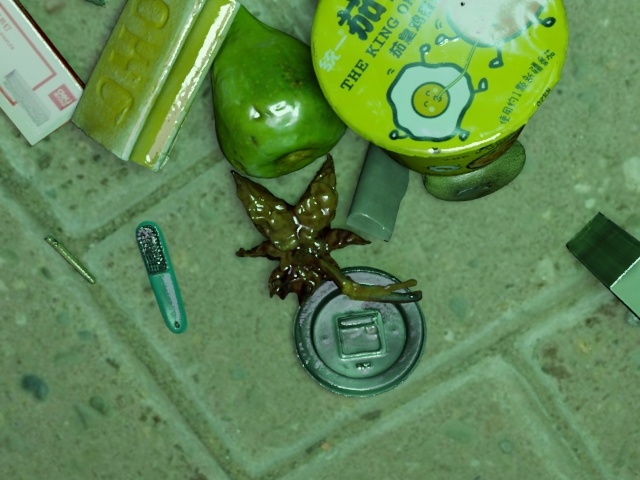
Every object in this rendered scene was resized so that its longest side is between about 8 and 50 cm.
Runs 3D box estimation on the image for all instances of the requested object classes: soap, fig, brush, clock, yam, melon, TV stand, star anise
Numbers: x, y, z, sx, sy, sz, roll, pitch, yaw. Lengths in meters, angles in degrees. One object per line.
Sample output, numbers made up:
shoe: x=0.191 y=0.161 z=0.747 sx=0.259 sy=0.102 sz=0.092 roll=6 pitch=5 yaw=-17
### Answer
soap: x=-0.242 y=-0.257 z=1.469 sx=0.089 sy=0.173 sz=0.274 roll=20 pitch=100 yaw=-48
fig: x=-0.084 y=-0.236 z=1.476 sx=0.206 sy=0.206 sz=0.275 roll=-23 pitch=77 yaw=7
brush: x=-0.255 y=0.063 z=1.625 sx=0.043 sy=0.032 sz=0.193 roll=-14 pitch=101 yaw=4
clock: x=0.063 y=0.146 z=1.632 sx=0.214 sy=0.042 sz=0.215 roll=0 pitch=103 yaw=1
yam: x=-0.401 y=0.031 z=1.630 sx=0.014 sy=0.014 sz=0.107 roll=-43 pitch=99 yaw=10
melon: x=0.233 y=-0.112 z=1.537 sx=0.162 sy=0.099 sz=0.099 roll=-13 pitch=103 yaw=0
TV stand: x=0.442 y=0.037 z=1.481 sx=0.088 sy=0.269 sz=0.083 roll=41 pitch=100 yaw=-7
star anise: x=0.005 y=0.004 z=1.532 sx=0.346 sy=0.148 sz=0.237 roll=35 pitch=91 yaw=21

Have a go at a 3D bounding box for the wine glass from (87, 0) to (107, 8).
wine glass: x=-0.378 y=-0.430 z=1.469 sx=0.204 sy=0.111 sz=0.111 roll=34 pitch=102 yaw=-5

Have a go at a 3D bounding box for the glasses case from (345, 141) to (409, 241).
glasses case: x=0.094 y=-0.089 z=1.512 sx=0.072 sy=0.191 sz=0.042 roll=25 pitch=143 yaw=-11

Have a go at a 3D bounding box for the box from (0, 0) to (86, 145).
box: x=-0.457 y=-0.267 z=1.521 sx=0.123 sy=0.050 sz=0.229 roll=-34 pitch=110 yaw=5

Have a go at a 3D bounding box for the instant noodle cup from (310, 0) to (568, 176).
instant noodle cup: x=0.166 y=-0.235 z=1.389 sx=0.325 sy=0.254 sz=0.326 roll=-2 pitch=77 yaw=9
